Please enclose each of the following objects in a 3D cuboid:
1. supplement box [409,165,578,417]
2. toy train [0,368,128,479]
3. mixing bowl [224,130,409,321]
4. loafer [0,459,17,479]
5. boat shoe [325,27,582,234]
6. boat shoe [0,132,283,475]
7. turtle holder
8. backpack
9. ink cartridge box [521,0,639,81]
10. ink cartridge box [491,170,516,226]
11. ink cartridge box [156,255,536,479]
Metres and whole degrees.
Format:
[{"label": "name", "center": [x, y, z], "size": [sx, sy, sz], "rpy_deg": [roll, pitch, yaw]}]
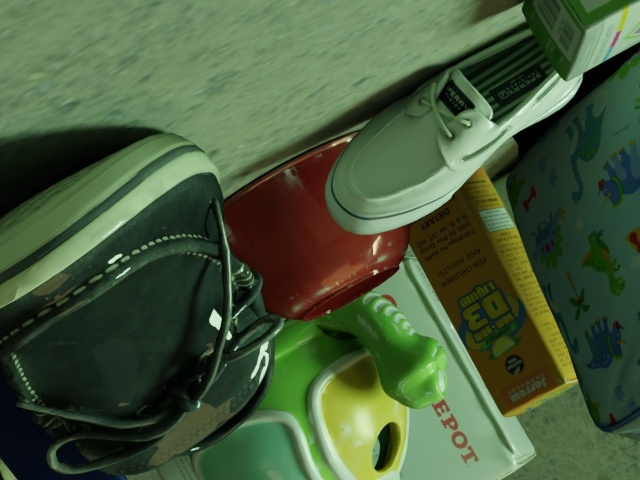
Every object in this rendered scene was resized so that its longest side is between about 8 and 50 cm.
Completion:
[{"label": "supplement box", "center": [0.155, 0.041, 1.634], "size": [0.078, 0.233, 0.080], "rpy_deg": [-34, 170, 26]}, {"label": "toy train", "center": [-0.178, 0.183, 1.380], "size": [0.105, 0.248, 0.143], "rpy_deg": [-39, 177, 0]}, {"label": "mixing bowl", "center": [0.000, 0.000, 1.382], "size": [0.181, 0.098, 0.181], "rpy_deg": [-28, 171, -5]}, {"label": "loafer", "center": [-0.346, 0.258, 1.761], "size": [0.092, 0.102, 0.268], "rpy_deg": [-15, 154, -52]}, {"label": "boat shoe", "center": [0.096, -0.093, 1.280], "size": [0.226, 0.083, 0.076], "rpy_deg": [-38, 162, -19]}, {"label": "boat shoe", "center": [-0.113, 0.056, 1.135], "size": [0.186, 0.156, 0.500], "rpy_deg": [-32, 170, -3]}, {"label": "turtle holder", "center": [0.001, 0.171, 1.894], "size": [0.320, 0.227, 0.243], "rpy_deg": [-31, 170, 13]}, {"label": "backpack", "center": [0.298, -0.003, 1.457], "size": [0.273, 0.356, 0.290], "rpy_deg": [-22, 169, -36]}, {"label": "ink cartridge box", "center": [0.241, -0.192, 1.177], "size": [0.209, 0.062, 0.109], "rpy_deg": [-29, 170, -6]}, {"label": "ink cartridge box", "center": [0.386, -0.123, 1.787], "size": [0.308, 0.091, 0.385], "rpy_deg": [-23, 175, -28]}, {"label": "ink cartridge box", "center": [0.020, 0.230, 2.104], "size": [0.384, 0.279, 0.160], "rpy_deg": [-31, 171, 13]}]
